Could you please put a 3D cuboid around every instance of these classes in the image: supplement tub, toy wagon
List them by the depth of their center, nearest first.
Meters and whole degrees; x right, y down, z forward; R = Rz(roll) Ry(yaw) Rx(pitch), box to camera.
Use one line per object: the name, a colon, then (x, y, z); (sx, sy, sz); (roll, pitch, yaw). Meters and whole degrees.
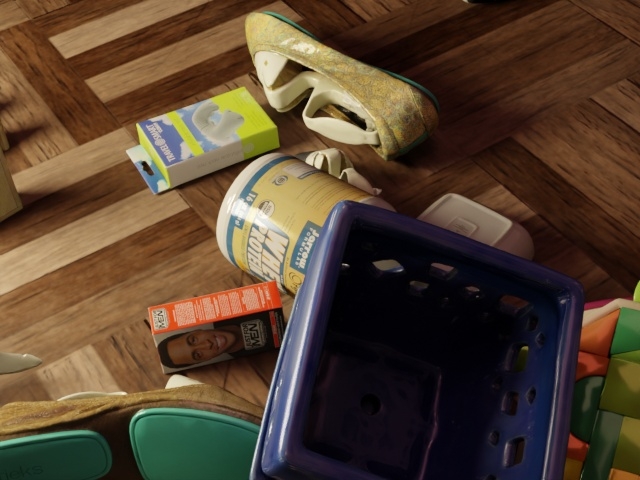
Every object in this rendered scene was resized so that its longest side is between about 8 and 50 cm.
toy wagon: (0.302, 0.156, 1.063); (0.267, 0.068, 0.344); (13, 76, 18)
supplement tub: (0.000, 0.000, 1.290); (0.200, 0.144, 0.144); (27, 53, 30)

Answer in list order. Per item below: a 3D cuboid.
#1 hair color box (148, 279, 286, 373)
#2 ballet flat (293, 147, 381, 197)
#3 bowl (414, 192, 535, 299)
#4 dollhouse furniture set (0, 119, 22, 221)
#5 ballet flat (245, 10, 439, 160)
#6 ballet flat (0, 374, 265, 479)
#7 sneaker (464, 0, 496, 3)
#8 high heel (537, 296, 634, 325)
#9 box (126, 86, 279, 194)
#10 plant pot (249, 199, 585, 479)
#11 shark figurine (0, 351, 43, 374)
hair color box: (-0.110, 0.094, 1.258); (0.141, 0.072, 0.043); (-12, 46, -5)
ballet flat: (0.026, -0.069, 1.410); (0.074, 0.074, 0.203); (-23, 46, -16)
bowl: (0.162, 0.005, 1.334); (0.142, 0.053, 0.142); (31, 56, 30)
dollhouse furniture set: (-0.503, -0.128, 1.462); (0.212, 0.161, 0.242); (-37, 52, -28)
ballet flat: (-0.003, -0.203, 1.528); (0.348, 0.123, 0.123); (31, 55, 32)
ballet flat: (-0.187, 0.191, 1.160); (0.342, 0.116, 0.124); (-7, 25, 4)
sneaker: (0.317, -0.392, 1.701); (0.217, 0.079, 0.121); (-30, 48, -25)
high heel: (0.414, 0.097, 1.202); (0.377, 0.127, 0.181); (5, 21, 15)
box: (-0.157, -0.133, 1.516); (0.178, 0.042, 0.109); (-22, 46, -17)
plant pot: (0.070, 0.133, 1.008); (0.236, 0.212, 0.236); (18, 66, -9)
shark figurine: (-0.413, 0.212, 1.176); (0.116, 0.166, 0.278); (38, 37, 6)
